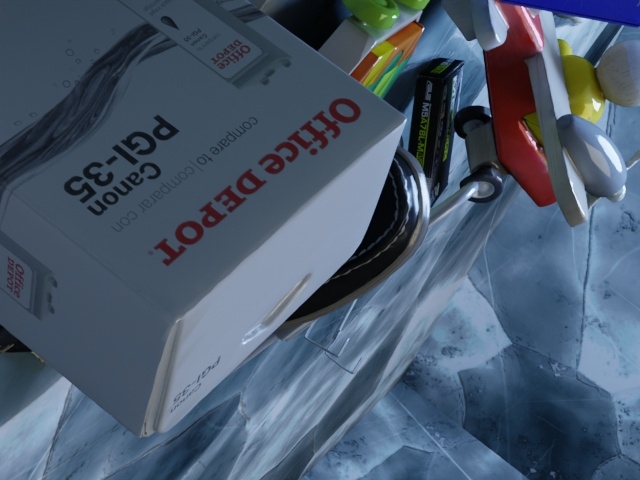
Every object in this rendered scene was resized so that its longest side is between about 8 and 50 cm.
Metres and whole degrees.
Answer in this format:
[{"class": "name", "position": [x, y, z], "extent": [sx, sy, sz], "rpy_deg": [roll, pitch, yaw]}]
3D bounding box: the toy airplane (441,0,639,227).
[{"class": "toy airplane", "position": [0.297, -0.222, 1.600], "extent": [0.384, 0.273, 0.385], "rpy_deg": [-43, 128, -81]}]

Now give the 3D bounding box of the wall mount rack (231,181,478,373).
[{"class": "wall mount rack", "position": [0.000, 0.000, 1.406], "extent": [0.350, 0.130, 0.304], "rpy_deg": [-36, 180, 5]}]

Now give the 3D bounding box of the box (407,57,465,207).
[{"class": "box", "position": [0.158, -0.149, 1.769], "extent": [0.184, 0.045, 0.190], "rpy_deg": [-40, 139, -68]}]

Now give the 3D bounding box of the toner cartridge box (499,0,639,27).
[{"class": "toner cartridge box", "position": [0.302, -0.362, 1.250], "extent": [0.347, 0.165, 0.075], "rpy_deg": [110, -13, -57]}]

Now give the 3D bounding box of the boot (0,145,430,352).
[{"class": "boot", "position": [-0.130, 0.005, 0.910], "extent": [0.378, 0.138, 0.284], "rpy_deg": [-11, 173, 19]}]

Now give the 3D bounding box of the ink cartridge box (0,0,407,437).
[{"class": "ink cartridge box", "position": [-0.125, -0.063, 0.698], "extent": [0.207, 0.283, 0.117], "rpy_deg": [-43, 164, -38]}]

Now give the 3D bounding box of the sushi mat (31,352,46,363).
[{"class": "sushi mat", "position": [-0.177, -0.006, 1.256], "extent": [0.316, 0.019, 0.151], "rpy_deg": [-50, 168, -11]}]

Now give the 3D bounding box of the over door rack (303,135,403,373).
[{"class": "over door rack", "position": [0.041, 0.014, 1.807], "extent": [0.239, 0.108, 0.324], "rpy_deg": [54, 53, -76]}]

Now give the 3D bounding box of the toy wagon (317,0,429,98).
[{"class": "toy wagon", "position": [0.026, -0.164, 1.345], "extent": [0.267, 0.068, 0.344], "rpy_deg": [-55, 174, 29]}]
